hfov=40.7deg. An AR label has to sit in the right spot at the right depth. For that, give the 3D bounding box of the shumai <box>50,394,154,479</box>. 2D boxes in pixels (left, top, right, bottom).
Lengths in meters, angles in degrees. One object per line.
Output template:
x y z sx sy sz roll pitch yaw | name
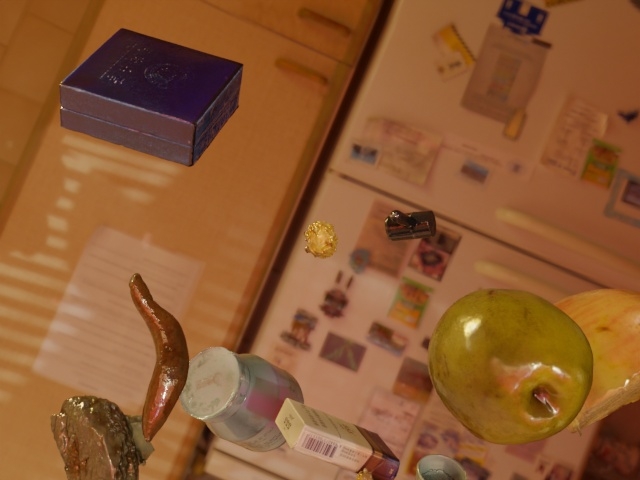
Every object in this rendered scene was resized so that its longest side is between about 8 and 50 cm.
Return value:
-0.452 0.450 1.891 0.189 0.256 0.218 -24 169 28 | shumai

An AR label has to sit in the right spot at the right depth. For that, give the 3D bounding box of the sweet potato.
-0.325 0.232 1.773 0.108 0.346 0.079 -3 166 -25 | sweet potato

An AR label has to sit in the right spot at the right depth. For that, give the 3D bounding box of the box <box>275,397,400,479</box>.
0.038 0.452 1.945 0.259 0.071 0.168 27 -178 -19 | box

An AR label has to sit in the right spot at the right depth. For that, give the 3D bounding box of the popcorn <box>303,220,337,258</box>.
0.000 0.000 1.878 0.082 0.083 0.057 53 -160 8 | popcorn

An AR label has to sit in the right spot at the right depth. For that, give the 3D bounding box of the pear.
0.302 0.196 1.410 0.252 0.253 0.307 24 -164 -18 | pear

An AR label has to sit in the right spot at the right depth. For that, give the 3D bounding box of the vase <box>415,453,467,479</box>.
0.202 0.518 1.634 0.096 0.219 0.096 10 -151 -6 | vase

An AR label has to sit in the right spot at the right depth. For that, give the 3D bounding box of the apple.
0.561 0.212 1.634 0.252 0.309 0.314 64 171 -20 | apple

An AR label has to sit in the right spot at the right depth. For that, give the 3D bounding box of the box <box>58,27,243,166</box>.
-0.330 -0.292 1.715 0.278 0.261 0.116 17 131 7 | box

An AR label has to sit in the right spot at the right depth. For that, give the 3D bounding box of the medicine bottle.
-0.217 0.420 2.315 0.245 0.245 0.290 20 169 38 | medicine bottle

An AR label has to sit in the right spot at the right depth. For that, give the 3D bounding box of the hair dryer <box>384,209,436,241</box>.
0.206 -0.046 2.176 0.124 0.072 0.219 -7 171 21 | hair dryer

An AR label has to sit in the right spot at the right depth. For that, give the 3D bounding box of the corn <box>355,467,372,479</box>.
0.064 0.393 1.333 0.027 0.083 0.028 10 -179 -13 | corn
